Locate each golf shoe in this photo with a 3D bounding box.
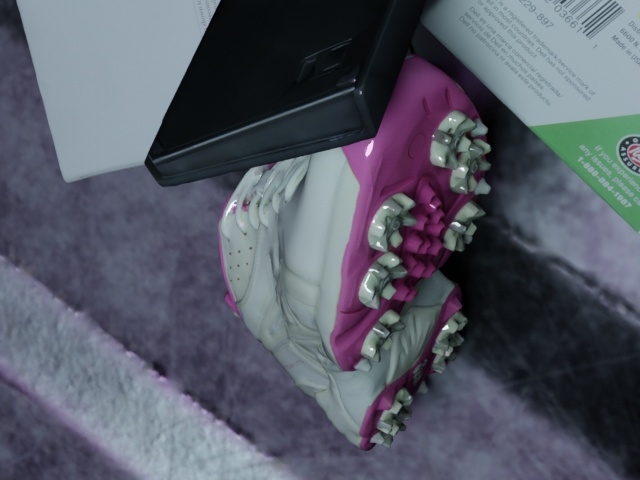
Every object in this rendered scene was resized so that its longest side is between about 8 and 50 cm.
[{"bbox_3d":[0.000,0.000,0.767,0.140,0.115,0.306,35,156,17],"label":"golf shoe"}]

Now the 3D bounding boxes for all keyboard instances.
[{"bbox_3d":[0.047,-0.153,0.683,0.201,0.317,0.033,-16,128,36],"label":"keyboard"}]

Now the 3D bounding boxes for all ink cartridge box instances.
[{"bbox_3d":[0.176,-0.128,0.700,0.154,0.093,0.212,43,128,-9],"label":"ink cartridge box"}]

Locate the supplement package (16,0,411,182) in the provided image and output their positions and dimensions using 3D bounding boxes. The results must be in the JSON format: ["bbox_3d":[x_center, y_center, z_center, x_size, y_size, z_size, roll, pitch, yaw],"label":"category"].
[{"bbox_3d":[-0.054,-0.105,0.847,0.179,0.105,0.105,-9,100,27],"label":"supplement package"}]
